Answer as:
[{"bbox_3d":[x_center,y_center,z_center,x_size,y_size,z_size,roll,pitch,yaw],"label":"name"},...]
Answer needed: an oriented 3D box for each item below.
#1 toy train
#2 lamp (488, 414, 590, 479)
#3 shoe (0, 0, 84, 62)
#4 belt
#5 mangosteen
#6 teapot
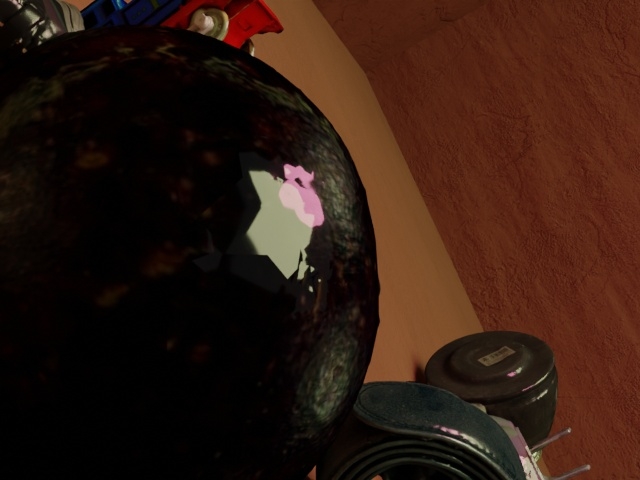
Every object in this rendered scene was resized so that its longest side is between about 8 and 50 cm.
[{"bbox_3d":[-0.151,-0.196,0.802,0.131,0.204,0.083,64,12,26],"label":"toy train"},{"bbox_3d":[0.253,0.342,1.182,0.301,0.247,0.247,34,33,-78],"label":"lamp"},{"bbox_3d":[-0.246,-0.167,0.691,0.099,0.071,0.169,41,21,-49],"label":"shoe"},{"bbox_3d":[0.098,0.254,0.833,0.267,0.206,0.116,53,16,-25],"label":"belt"},{"bbox_3d":[-0.108,0.024,0.445,0.288,0.288,0.288,56,15,-23],"label":"mangosteen"},{"bbox_3d":[0.334,0.332,1.517,0.321,0.239,0.239,-98,174,-71],"label":"teapot"}]
